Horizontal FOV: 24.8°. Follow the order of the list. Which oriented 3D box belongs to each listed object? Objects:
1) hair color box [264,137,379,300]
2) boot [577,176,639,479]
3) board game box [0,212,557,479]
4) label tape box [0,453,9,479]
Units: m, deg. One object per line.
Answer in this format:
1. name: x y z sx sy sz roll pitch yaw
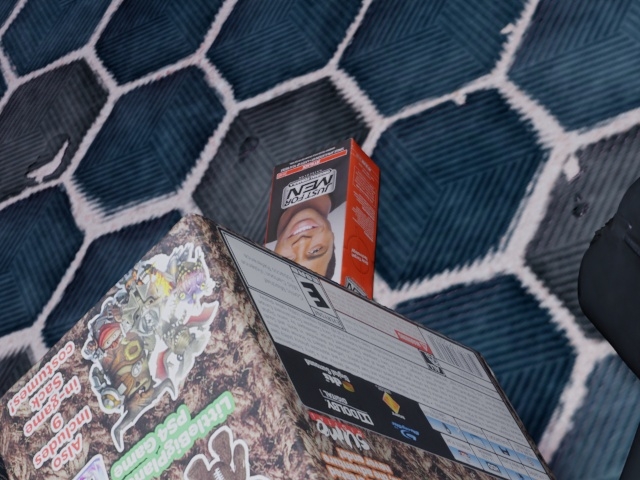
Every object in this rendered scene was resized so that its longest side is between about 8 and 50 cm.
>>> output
1. hair color box: 0.000 0.000 1.049 0.072 0.043 0.141 -19 47 27
2. boot: 0.192 0.082 0.781 0.246 0.094 0.207 -62 19 13
3. board game box: 0.021 0.165 0.626 0.141 0.232 0.291 -43 49 18
4. label tape box: -0.190 0.198 0.885 0.106 0.240 0.334 -49 39 -6
